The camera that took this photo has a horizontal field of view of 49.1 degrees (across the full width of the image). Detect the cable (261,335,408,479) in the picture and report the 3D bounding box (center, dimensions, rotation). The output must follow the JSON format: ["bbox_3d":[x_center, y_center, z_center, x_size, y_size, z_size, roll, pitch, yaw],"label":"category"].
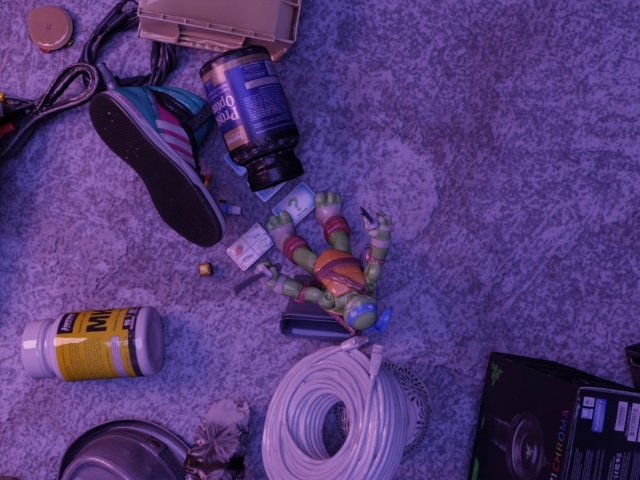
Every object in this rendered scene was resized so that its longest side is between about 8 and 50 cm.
[{"bbox_3d":[0.019,0.295,1.113,0.257,0.089,0.257,-19,58,38],"label":"cable"}]

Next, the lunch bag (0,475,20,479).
[{"bbox_3d":[-0.605,0.545,1.111,0.212,0.256,0.305,-3,88,2],"label":"lunch bag"}]

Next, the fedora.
[{"bbox_3d":[-0.325,0.434,1.167,0.275,0.124,0.244,43,91,3],"label":"fedora"}]

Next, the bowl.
[{"bbox_3d":[0.108,0.294,1.174,0.170,0.080,0.170,0,89,2],"label":"bowl"}]

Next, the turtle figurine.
[{"bbox_3d":[0.000,0.000,1.074,0.274,0.266,0.198,29,105,-32],"label":"turtle figurine"}]

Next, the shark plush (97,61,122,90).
[{"bbox_3d":[-0.329,-0.226,1.197,0.073,0.067,0.161,-9,109,-2],"label":"shark plush"}]

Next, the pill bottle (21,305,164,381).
[{"bbox_3d":[-0.380,0.176,1.180,0.208,0.119,0.119,-5,88,2],"label":"pill bottle"}]

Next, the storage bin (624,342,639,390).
[{"bbox_3d":[0.605,0.198,1.131,0.180,0.122,0.084,-16,88,2],"label":"storage bin"}]

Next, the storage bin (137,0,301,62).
[{"bbox_3d":[-0.159,-0.459,1.168,0.260,0.123,0.262,8,88,-10],"label":"storage bin"}]

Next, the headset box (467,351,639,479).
[{"bbox_3d":[0.349,0.316,1.069,0.131,0.283,0.246,10,90,-13],"label":"headset box"}]

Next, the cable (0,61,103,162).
[{"bbox_3d":[-0.510,-0.220,1.206,0.287,0.072,0.140,-12,87,14],"label":"cable"}]

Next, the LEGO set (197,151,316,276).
[{"bbox_3d":[-0.149,-0.054,1.209,0.244,0.060,0.182,-42,83,1],"label":"LEGO set"}]

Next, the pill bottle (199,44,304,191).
[{"bbox_3d":[-0.107,-0.197,1.157,0.122,0.123,0.219,-20,92,2],"label":"pill bottle"}]

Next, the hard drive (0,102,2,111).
[{"bbox_3d":[-0.674,-0.082,1.182,0.233,0.047,0.353,14,90,19],"label":"hard drive"}]

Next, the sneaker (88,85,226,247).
[{"bbox_3d":[-0.224,-0.140,1.159,0.124,0.178,0.295,-34,95,41],"label":"sneaker"}]

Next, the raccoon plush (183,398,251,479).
[{"bbox_3d":[-0.125,0.528,1.159,0.216,0.299,0.446,9,57,13],"label":"raccoon plush"}]

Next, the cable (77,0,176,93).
[{"bbox_3d":[-0.342,-0.320,1.236,0.150,0.047,0.184,42,93,-4],"label":"cable"}]

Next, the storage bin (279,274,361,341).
[{"bbox_3d":[0.005,0.114,1.185,0.135,0.098,0.091,5,61,3],"label":"storage bin"}]

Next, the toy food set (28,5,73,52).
[{"bbox_3d":[-0.481,-0.377,1.251,0.083,0.020,0.083,-4,88,2],"label":"toy food set"}]
